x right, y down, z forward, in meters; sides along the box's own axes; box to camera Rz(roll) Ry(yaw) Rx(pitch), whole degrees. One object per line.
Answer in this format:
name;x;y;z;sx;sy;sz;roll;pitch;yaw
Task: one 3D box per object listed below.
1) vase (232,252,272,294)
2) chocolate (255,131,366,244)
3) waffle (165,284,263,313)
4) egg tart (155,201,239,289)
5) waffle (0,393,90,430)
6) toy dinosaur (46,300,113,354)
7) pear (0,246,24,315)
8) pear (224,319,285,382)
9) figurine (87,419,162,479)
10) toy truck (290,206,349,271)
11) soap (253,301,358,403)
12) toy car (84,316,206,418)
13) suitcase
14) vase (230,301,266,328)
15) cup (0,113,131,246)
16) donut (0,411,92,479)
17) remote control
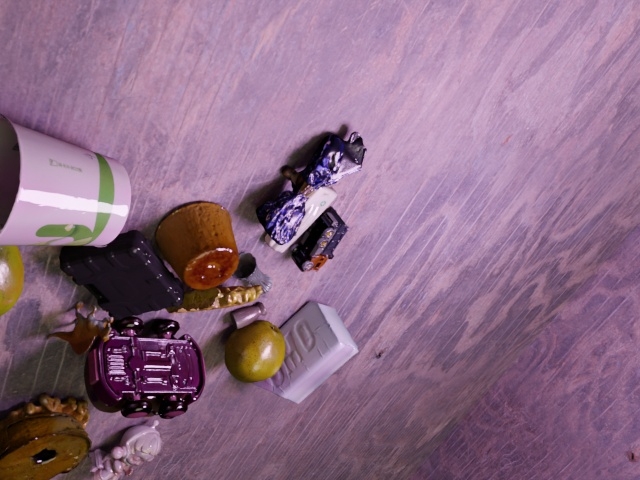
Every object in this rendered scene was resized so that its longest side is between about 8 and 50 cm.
vase;-0.186;0.099;1.973;0.081;0.081;0.148;-33;148;1
chocolate;-0.026;-0.144;1.774;0.148;0.126;0.343;41;104;-7
waffle;-0.258;0.152;1.882;0.229;0.057;0.219;-10;175;34
egg tart;-0.287;0.019;1.741;0.203;0.147;0.202;-21;141;-18
waffle;-0.810;0.553;2.051;0.283;0.065;0.309;0;134;-36
toy dinosaur;-0.593;0.237;1.772;0.212;0.142;0.057;-44;141;20
pear;-0.696;0.062;1.453;0.188;0.187;0.219;5;137;-40
pear;-0.195;0.338;2.150;0.198;0.198;0.198;-20;143;-16
figurine;-0.614;0.685;2.305;0.257;0.144;0.182;-32;124;4
toy truck;0.000;0.000;1.984;0.092;0.083;0.192;1;132;-44
soap;-0.067;0.369;2.264;0.347;0.208;0.115;-44;141;17
toy car;-0.498;0.371;1.940;0.341;0.271;0.240;14;144;-42
suitcase;-0.470;0.089;1.707;0.206;0.066;0.285;-13;145;7
vase;-0.214;0.221;2.113;0.101;0.053;0.053;-23;144;-20
cup;-0.532;-0.095;1.366;0.253;0.253;0.274;-49;150;22
donut;-0.781;0.575;1.970;0.272;0.107;0.272;-21;144;-17
remote control;-0.052;-0.060;1.903;0.230;0.049;0.090;-47;144;17
